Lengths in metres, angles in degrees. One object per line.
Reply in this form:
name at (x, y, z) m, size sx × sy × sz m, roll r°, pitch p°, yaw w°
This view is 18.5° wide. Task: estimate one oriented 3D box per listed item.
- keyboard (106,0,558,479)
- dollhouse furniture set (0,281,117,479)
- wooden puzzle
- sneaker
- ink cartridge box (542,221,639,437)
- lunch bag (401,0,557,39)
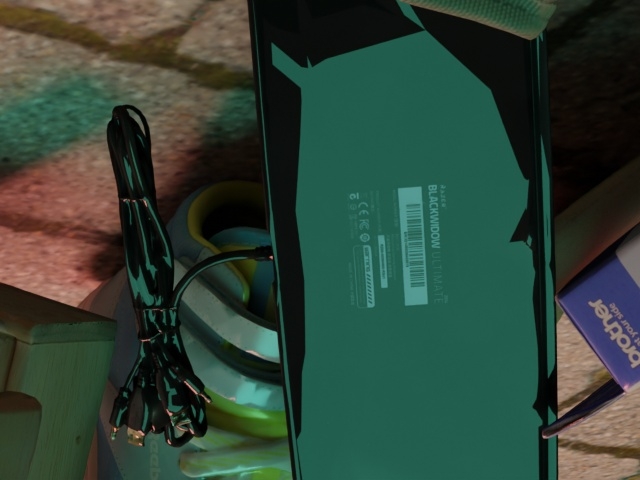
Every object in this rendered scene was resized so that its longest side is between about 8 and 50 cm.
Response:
keyboard at (0.000, 0.000, 0.850) m, size 0.201 × 0.033 × 0.317 m, roll -4°, pitch 114°, yaw 0°
dollhouse furniture set at (-0.288, 0.140, 0.841) m, size 0.362 × 0.256 × 0.394 m, roll 16°, pitch -173°, yaw 28°
wooden puzzle at (0.109, 0.019, 1.021) m, size 0.221 × 0.044 × 0.239 m, roll -34°, pitch 169°, yaw -37°
sneaker at (-0.041, 0.110, 0.966) m, size 0.127 × 0.319 × 0.208 m, roll 5°, pitch 143°, yaw -31°
ink cartridge box at (0.224, -0.036, 0.838) m, size 0.311 × 0.065 × 0.186 m, roll -44°, pitch 171°, yaw 39°
lunch bag at (-0.026, -0.199, 0.435) m, size 0.287 × 0.169 × 0.235 m, roll 9°, pitch 126°, yaw -37°
